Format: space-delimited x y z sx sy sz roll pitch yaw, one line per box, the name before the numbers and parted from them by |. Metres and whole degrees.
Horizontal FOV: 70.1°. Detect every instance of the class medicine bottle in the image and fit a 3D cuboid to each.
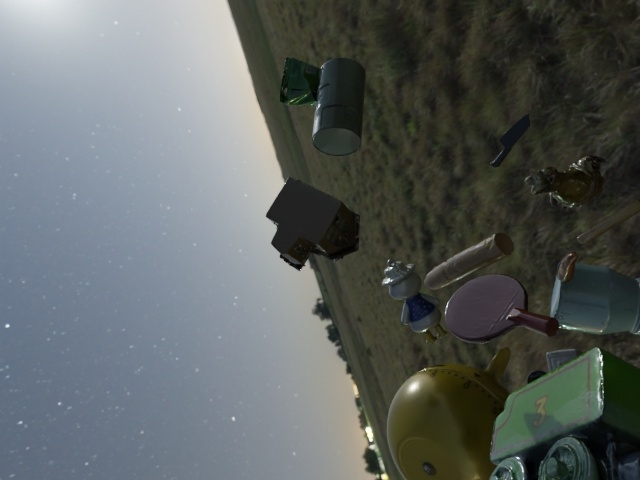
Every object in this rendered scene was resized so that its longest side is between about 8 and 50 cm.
medicine bottle | 0.973 0.209 1.582 0.245 0.290 0.244 8 -90 -67

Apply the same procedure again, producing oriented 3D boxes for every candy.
candy | -0.016 -0.442 1.336 0.078 0.203 0.141 -133 55 -65

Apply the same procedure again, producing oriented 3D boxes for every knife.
knife | 0.661 -0.351 1.595 0.060 0.028 0.230 54 147 22

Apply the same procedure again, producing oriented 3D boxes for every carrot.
carrot | 0.762 0.079 1.401 0.191 0.047 0.047 58 -169 -55

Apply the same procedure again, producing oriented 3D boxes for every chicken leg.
chicken leg | 0.842 -0.200 1.516 0.361 0.211 0.140 10 -146 -48

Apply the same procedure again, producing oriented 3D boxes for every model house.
model house | 0.000 0.000 1.061 0.181 0.176 0.248 28 173 34

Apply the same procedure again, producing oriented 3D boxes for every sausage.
sausage | 0.342 0.060 1.105 0.301 0.066 0.065 -50 54 59
sausage | 0.577 -0.035 0.911 0.024 0.132 0.024 51 -167 -17

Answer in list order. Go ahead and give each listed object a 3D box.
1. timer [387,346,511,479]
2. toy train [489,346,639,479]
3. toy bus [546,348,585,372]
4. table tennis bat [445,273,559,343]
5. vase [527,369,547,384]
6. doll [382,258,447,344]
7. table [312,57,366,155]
timer | 0.362 0.474 1.176 0.377 0.387 0.375 13 111 39
toy train | 0.377 0.323 0.678 0.248 0.174 0.307 -61 -2 -41
toy bus | 0.585 0.385 1.035 0.106 0.092 0.267 27 -125 -35
table tennis bat | 0.558 0.222 1.444 0.051 0.268 0.415 45 167 -21
vase | 0.822 0.544 1.625 0.237 0.115 0.115 43 -165 -32
doll | 0.290 0.184 1.423 0.293 0.138 0.119 58 179 -3
table | 0.050 -0.344 1.178 0.126 0.127 0.219 75 -162 -67
